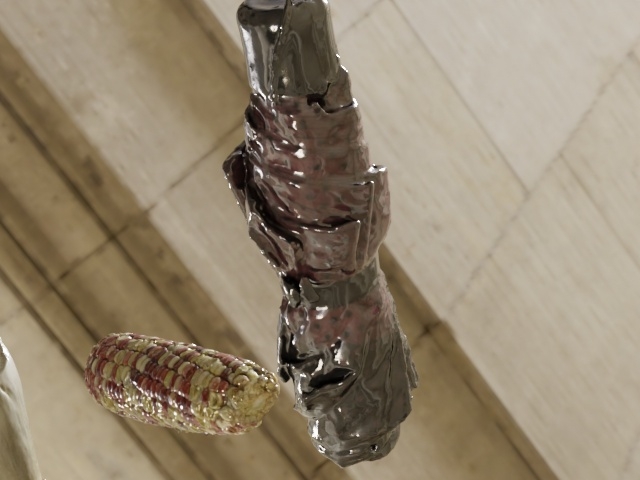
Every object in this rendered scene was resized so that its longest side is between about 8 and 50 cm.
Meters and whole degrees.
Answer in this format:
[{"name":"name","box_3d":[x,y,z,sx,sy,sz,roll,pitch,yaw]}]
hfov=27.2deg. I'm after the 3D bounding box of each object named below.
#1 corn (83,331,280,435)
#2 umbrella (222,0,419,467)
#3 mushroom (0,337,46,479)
[{"name":"corn","box_3d":[-0.152,0.156,1.434,0.290,0.098,0.098,4,-141,46]},{"name":"umbrella","box_3d":[0.000,0.000,0.814,0.090,0.326,0.094,14,-142,39]},{"name":"mushroom","box_3d":[-0.402,0.234,1.638,0.096,0.247,0.108,-21,-164,-22]}]
